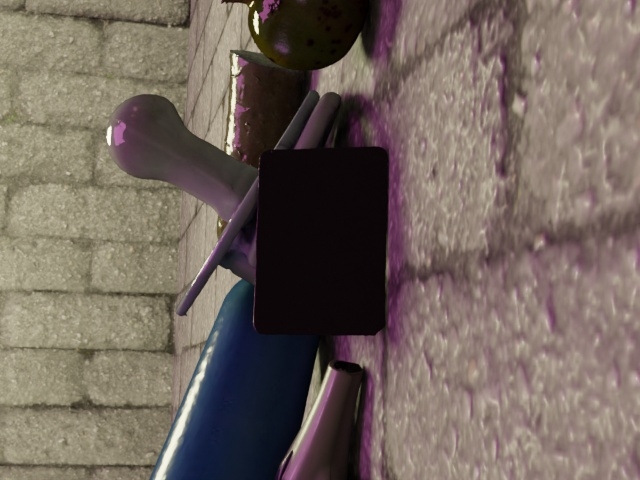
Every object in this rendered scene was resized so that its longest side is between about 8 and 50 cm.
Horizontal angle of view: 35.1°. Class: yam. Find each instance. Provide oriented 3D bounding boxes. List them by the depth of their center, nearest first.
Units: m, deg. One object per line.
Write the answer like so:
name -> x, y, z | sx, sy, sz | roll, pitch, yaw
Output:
yam -> -0.077, -0.101, 1.237 | 0.093, 0.093, 0.259 | -114, 29, -65

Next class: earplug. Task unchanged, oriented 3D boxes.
earplug -> -0.071, 0.153, 0.986 | 0.132, 0.132, 0.273 | 116, 171, -61

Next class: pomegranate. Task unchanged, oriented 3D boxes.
pomegranate -> -0.017, -0.218, 0.915 | 0.130, 0.130, 0.130 | -177, 90, -78

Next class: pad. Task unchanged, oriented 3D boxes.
pad -> 0.000, 0.000, 0.832 | 0.003, 0.112, 0.157 | 33, -122, -73

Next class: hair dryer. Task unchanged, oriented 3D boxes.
hair dryer -> 0.022, 0.188, 0.825 | 0.199, 0.067, 0.167 | -172, 91, -67

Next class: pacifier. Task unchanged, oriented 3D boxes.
pacifier -> -0.100, -0.070, 0.973 | 0.238, 0.226, 0.287 | -58, 7, 38
